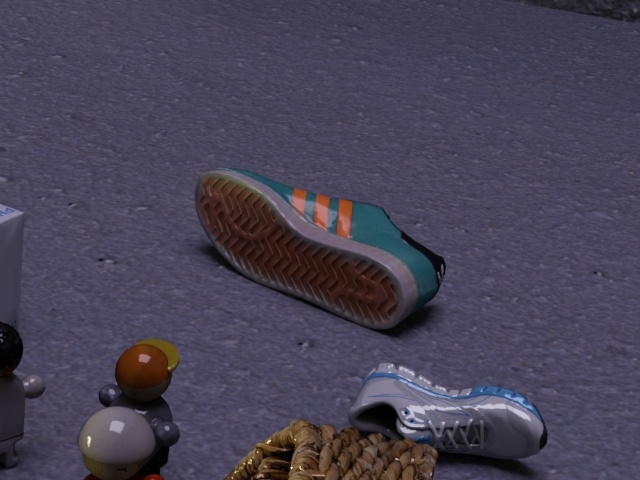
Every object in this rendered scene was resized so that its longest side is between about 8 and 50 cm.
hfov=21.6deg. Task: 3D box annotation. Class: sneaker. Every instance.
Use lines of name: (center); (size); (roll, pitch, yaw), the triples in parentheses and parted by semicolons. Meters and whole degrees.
sneaker: (0.000, 0.000, 1.854); (0.302, 0.108, 0.121); (29, 30, 26)
sneaker: (0.112, 0.173, 1.542); (0.190, 0.071, 0.083); (9, 29, 25)

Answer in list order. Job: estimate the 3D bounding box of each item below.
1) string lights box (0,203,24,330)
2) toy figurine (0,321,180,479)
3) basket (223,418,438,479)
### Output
string lights box: (-0.423, 0.005, 1.676); (0.259, 0.133, 0.077); (19, 25, 24)
toy figurine: (-0.222, 0.158, 1.365); (0.213, 0.148, 0.209); (8, 24, 4)
basket: (-0.047, 0.243, 1.140); (0.223, 0.213, 0.299); (10, 24, 6)
